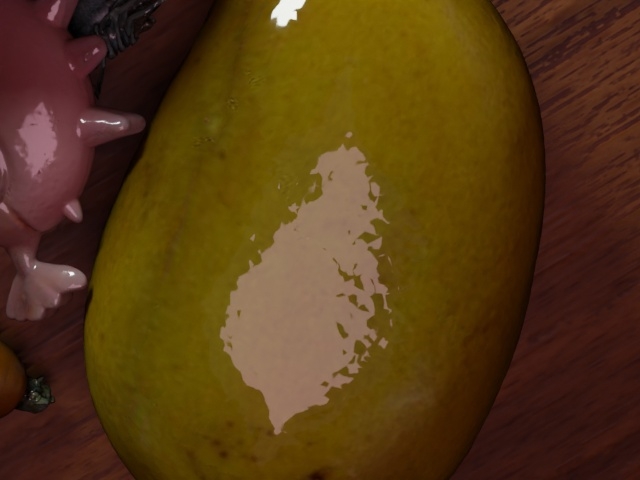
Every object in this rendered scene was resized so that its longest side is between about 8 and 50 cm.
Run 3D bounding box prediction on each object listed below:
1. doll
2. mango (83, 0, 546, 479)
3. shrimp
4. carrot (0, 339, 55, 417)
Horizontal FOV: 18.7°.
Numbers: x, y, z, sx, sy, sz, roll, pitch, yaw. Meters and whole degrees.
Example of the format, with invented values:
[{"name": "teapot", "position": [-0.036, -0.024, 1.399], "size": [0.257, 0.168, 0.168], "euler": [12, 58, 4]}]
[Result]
[{"name": "doll", "position": [-0.218, -0.074, 1.297], "size": [0.211, 0.093, 0.262], "euler": [-20, 90, 29]}, {"name": "mango", "position": [0.000, 0.000, 1.325], "size": [0.300, 0.232, 0.445], "euler": [9, 103, -7]}, {"name": "shrimp", "position": [-0.151, -0.141, 1.321], "size": [0.076, 0.082, 0.174], "euler": [23, 114, -21]}, {"name": "carrot", "position": [-0.335, 0.067, 1.359], "size": [0.336, 0.069, 0.069], "euler": [21, 108, -30]}]
